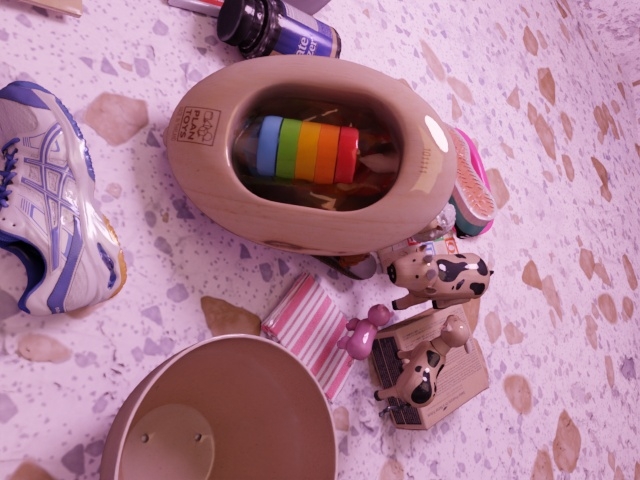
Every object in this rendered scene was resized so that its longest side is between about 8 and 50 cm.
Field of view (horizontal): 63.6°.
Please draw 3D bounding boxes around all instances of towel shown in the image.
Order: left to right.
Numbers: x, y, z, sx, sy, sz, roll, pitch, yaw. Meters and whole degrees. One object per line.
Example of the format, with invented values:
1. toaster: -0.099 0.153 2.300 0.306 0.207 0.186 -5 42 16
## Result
1. towel: -0.007 0.171 0.914 0.197 0.029 0.144 53 48 -18

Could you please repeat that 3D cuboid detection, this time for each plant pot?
1. plant pot: -0.145 0.270 0.638 0.284 0.191 0.284 16 65 -37

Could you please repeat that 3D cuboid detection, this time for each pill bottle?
1. pill bottle: -0.077 -0.382 0.975 0.219 0.123 0.122 9 70 -39

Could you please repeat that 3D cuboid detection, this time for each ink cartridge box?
1. ink cartridge box: 0.222 0.247 1.047 0.235 0.088 0.193 -11 83 -43

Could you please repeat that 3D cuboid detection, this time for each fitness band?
1. fitness band: 0.371 -0.152 1.347 0.209 0.054 0.290 -6 81 -43

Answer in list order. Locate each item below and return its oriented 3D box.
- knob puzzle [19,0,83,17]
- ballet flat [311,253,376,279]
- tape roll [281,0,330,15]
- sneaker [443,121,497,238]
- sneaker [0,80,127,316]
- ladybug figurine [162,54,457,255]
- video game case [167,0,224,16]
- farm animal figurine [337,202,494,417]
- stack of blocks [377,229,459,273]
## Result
1. knob puzzle: -0.436 -0.421 0.729 0.213 0.030 0.213 15 66 -37
2. ballet flat: 0.000 0.000 0.965 0.250 0.058 0.084 32 74 -23
3. tape roll: -0.053 -0.601 1.109 0.219 0.072 0.219 16 65 -39
4. sneaker: 0.297 -0.141 1.207 0.108 0.121 0.302 -5 61 -21
5. sneaker: -0.347 -0.053 0.625 0.131 0.112 0.296 -22 90 -44
6. ladybug figurine: -0.020 -0.127 0.817 0.450 0.162 0.304 12 83 2
7. video game case: -0.217 -0.556 0.977 0.204 0.025 0.285 -6 79 -43
8. farm animal figurine: 0.180 0.091 0.894 0.327 0.172 0.330 -17 82 -33
9. stack of blocks: 0.184 -0.088 1.131 0.171 0.087 0.297 -9 81 -43
